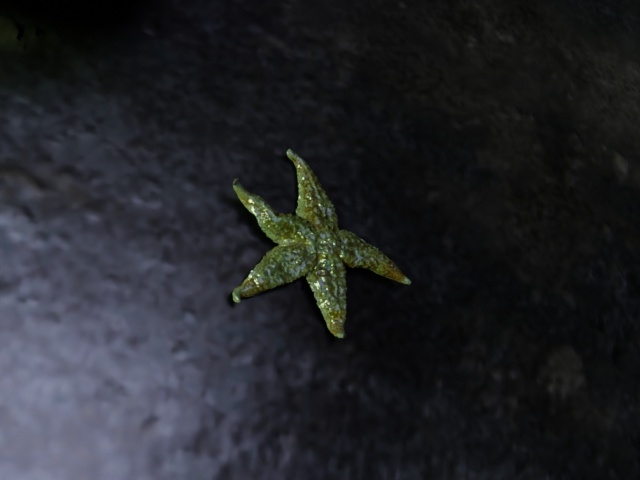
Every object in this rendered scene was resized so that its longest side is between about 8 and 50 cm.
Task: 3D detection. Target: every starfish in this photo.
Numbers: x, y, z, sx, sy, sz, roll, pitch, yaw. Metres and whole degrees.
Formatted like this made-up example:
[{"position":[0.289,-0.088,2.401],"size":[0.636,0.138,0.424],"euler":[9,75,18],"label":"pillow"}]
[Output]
[{"position":[0.000,0.000,0.333],"size":[0.086,0.016,0.092],"euler":[5,64,-28],"label":"starfish"}]
